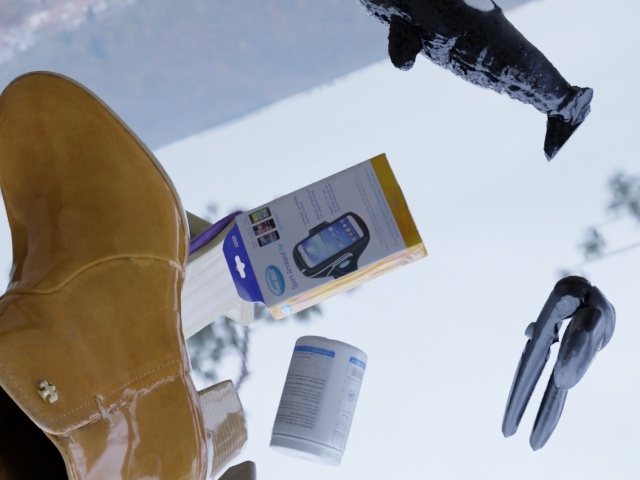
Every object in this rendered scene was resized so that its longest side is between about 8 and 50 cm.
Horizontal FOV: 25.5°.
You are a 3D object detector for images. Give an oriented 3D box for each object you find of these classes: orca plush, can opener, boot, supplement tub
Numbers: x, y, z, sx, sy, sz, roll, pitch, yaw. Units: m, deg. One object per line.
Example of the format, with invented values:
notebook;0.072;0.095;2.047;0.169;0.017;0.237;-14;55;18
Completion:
orca plush;0.111;-0.174;1.317;0.102;0.287;0.151;-40;171;-17
can opener;0.176;0.098;1.089;0.073;0.059;0.186;-44;161;-38
boot;-0.151;0.033;0.801;0.104;0.295;0.211;-29;175;22
supplement tub;-0.001;0.146;1.286;0.071;0.107;0.071;15;165;4

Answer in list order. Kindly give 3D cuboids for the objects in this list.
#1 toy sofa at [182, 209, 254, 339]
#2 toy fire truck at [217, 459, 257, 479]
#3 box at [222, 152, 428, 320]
toy sofa;-0.239;0.077;1.677;0.150;0.177;0.362;25;-140;28
toy fire truck;-0.196;0.202;1.359;0.246;0.217;0.158;13;147;-15
box;0.000;0.000;1.013;0.136;0.081;0.028;-24;152;6
